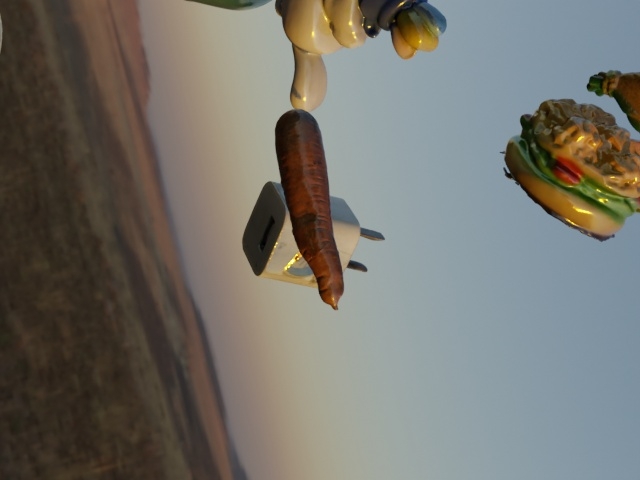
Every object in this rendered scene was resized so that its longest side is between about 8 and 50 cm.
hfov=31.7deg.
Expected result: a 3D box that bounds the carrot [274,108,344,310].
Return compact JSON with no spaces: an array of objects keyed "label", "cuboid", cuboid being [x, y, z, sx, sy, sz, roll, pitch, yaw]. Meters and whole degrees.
[{"label":"carrot","cuboid":[-0.011,-0.039,1.248,0.059,0.059,0.248,91,-11,-65]}]

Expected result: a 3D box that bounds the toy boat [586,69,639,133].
[{"label":"toy boat","cuboid":[0.393,-0.109,1.278,0.229,0.089,0.088,50,-40,-14]}]

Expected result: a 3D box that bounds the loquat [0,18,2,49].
[{"label":"loquat","cuboid":[-0.518,-0.267,1.477,0.246,0.213,0.213,-131,-153,-62]}]

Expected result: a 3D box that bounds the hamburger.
[{"label":"hamburger","cuboid":[0.402,-0.122,1.706,0.149,0.237,0.237,-55,-148,23]}]

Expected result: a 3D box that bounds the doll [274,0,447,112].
[{"label":"doll","cuboid":[0.069,-0.443,1.996,0.365,0.187,0.376,-6,-77,39]}]

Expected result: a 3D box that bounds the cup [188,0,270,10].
[{"label":"cup","cuboid":[-0.137,-0.378,1.312,0.219,0.257,0.289,-67,162,-6]}]

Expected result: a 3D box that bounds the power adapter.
[{"label":"power adapter","cuboid":[0.000,0.000,1.770,0.130,0.204,0.125,-67,-152,23]}]
